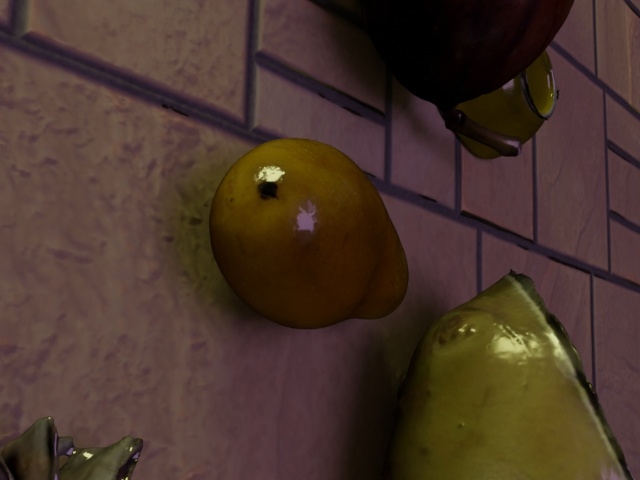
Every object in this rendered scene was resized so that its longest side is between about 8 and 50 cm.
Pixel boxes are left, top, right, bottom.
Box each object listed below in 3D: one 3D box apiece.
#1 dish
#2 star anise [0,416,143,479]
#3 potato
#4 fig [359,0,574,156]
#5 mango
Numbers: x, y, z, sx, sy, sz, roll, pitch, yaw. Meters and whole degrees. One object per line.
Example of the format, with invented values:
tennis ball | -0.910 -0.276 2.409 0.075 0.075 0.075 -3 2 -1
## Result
dish | 0.196 -0.166 0.972 0.207 0.080 0.149 9 77 -54
star anise | -0.162 0.175 0.455 0.195 0.065 0.183 35 63 -50
potato | 0.135 0.181 0.758 0.246 0.196 0.300 66 5 -54
fig | 0.116 -0.187 0.815 0.204 0.186 0.250 -55 161 -58
mango | 0.000 0.000 0.670 0.227 0.099 0.136 26 60 -58
